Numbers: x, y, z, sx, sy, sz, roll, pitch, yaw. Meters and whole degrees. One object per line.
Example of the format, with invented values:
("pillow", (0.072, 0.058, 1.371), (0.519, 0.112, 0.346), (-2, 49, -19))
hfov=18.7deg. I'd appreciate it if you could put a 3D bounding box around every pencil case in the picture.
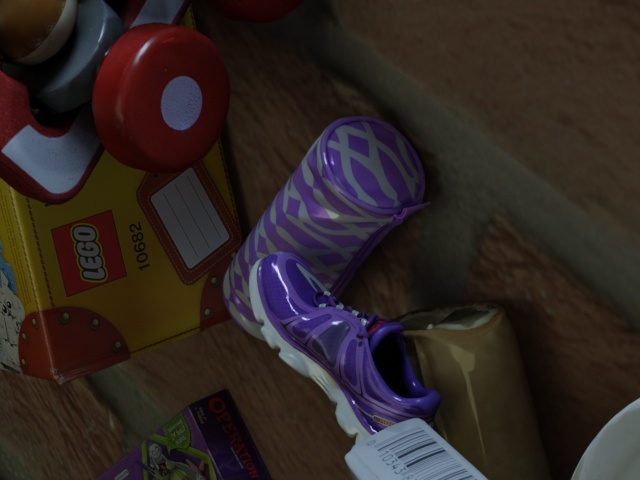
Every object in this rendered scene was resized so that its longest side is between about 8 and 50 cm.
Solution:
("pencil case", (0.000, 0.000, 1.361), (0.088, 0.086, 0.206), (61, 146, 21))

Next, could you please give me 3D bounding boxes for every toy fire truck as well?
("toy fire truck", (-0.162, -0.193, 1.281), (0.169, 0.302, 0.254), (15, 158, 43))

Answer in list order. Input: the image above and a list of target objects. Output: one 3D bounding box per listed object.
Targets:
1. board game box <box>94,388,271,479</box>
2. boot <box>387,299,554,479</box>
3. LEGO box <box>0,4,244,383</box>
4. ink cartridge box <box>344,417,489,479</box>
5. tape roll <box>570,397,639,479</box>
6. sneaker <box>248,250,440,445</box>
("board game box", (-0.124, 0.283, 1.725), (0.208, 0.056, 0.347), (60, 145, 7))
("boot", (0.139, 0.175, 1.258), (0.236, 0.089, 0.269), (-8, 99, 56))
("LEGO box", (-0.274, -0.167, 1.566), (0.372, 0.193, 0.500), (5, 111, 54))
("ink cartridge box", (0.136, 0.290, 1.114), (0.303, 0.072, 0.307), (36, 150, 63))
("tape roll", (0.261, 0.190, 1.004), (0.286, 0.100, 0.286), (31, 131, 44))
("sneaker", (0.022, 0.064, 1.281), (0.170, 0.068, 0.071), (48, 126, 22))
